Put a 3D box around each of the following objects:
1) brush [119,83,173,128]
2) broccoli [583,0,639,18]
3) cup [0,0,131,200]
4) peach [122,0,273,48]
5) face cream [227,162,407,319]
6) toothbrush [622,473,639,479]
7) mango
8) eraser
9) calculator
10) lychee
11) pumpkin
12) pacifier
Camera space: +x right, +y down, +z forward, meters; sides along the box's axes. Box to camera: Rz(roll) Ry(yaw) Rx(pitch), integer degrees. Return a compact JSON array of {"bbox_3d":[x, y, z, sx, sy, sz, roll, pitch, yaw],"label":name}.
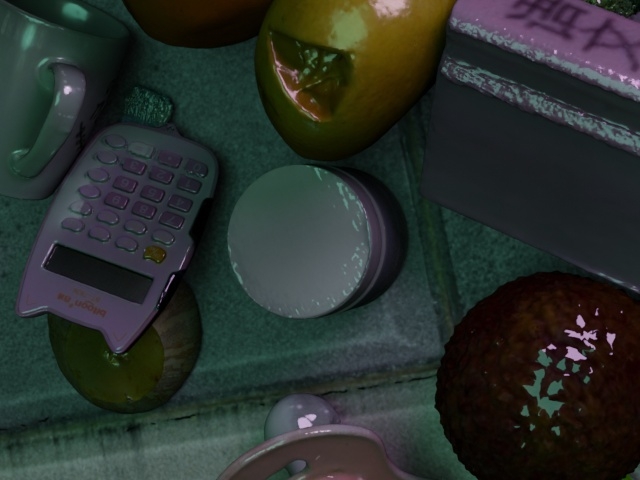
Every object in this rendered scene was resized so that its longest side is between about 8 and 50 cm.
[{"bbox_3d":[-0.241,-0.097,1.735,0.070,0.021,0.196,23,100,18],"label":"brush"},{"bbox_3d":[0.236,-0.325,1.466,0.270,0.270,0.270,-28,83,48],"label":"broccoli"},{"bbox_3d":[-0.343,-0.165,1.655,0.186,0.258,0.234,14,107,-27],"label":"cup"},{"bbox_3d":[-0.123,-0.389,1.529,0.301,0.343,0.343,-34,81,-5],"label":"peach"},{"bbox_3d":[0.000,0.000,1.593,0.177,0.153,0.177,0,91,19],"label":"face cream"},{"bbox_3d":[0.322,0.252,1.563,0.263,0.026,0.022,38,87,13],"label":"toothbrush"},{"bbox_3d":[0.039,-0.192,1.476,0.182,0.365,0.253,38,71,9],"label":"mango"},{"bbox_3d":[0.290,-0.088,1.371,0.359,0.122,0.272,26,143,16],"label":"eraser"},{"bbox_3d":[-0.238,-0.013,1.662,0.194,0.043,0.294,19,72,17],"label":"calculator"},{"bbox_3d":[0.247,0.153,1.467,0.260,0.260,0.261,1,93,18],"label":"lychee"},{"bbox_3d":[-0.260,0.118,1.713,0.217,0.110,0.218,1,94,12],"label":"pumpkin"},{"bbox_3d":[0.007,0.300,1.564,0.220,0.332,0.273,-9,55,40],"label":"pacifier"}]
